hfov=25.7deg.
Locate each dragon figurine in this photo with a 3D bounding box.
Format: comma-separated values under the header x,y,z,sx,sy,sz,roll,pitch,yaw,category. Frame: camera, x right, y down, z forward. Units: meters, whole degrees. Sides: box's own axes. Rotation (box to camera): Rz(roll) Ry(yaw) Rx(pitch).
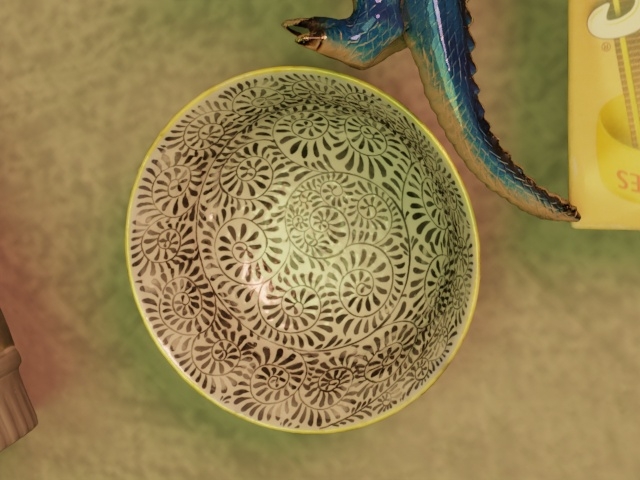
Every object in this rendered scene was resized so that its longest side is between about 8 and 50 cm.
x,y,z,sx,sy,sz,roll,pitch,yaw,category
0.032,-0.145,0.564,0.144,0.085,0.289,-46,78,12,dragon figurine

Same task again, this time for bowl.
x,y,z,sx,sy,sz,roll,pitch,yaw,category
0.000,0.000,0.671,0.170,0.080,0.170,3,101,17,bowl

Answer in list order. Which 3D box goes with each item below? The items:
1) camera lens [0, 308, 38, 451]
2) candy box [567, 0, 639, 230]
x,y,z,sx,sy,sz,roll,pitch,yaw,category
-0.290,0.018,0.689,0.219,0.219,0.274,-27,92,20,camera lens
0.196,-0.163,0.576,0.183,0.087,0.316,1,101,17,candy box
